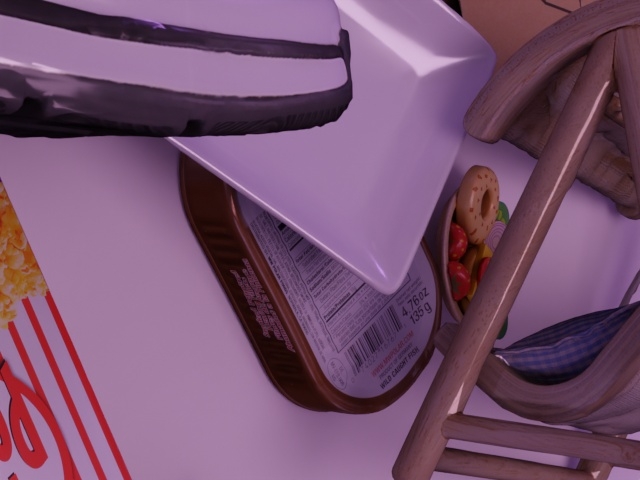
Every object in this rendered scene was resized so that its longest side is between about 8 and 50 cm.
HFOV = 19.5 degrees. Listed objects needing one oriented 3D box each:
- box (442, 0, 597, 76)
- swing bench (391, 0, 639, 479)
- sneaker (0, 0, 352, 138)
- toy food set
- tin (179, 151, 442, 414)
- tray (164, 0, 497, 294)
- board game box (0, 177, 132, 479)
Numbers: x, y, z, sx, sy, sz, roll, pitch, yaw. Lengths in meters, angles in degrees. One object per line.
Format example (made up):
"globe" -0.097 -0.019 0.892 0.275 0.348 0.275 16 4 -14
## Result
"box" 0.131 -0.180 1.031 0.201 0.021 0.164 -27 111 -39
"swing bench" 0.178 0.018 0.952 0.253 0.165 0.255 20 78 -61
"sneaker" -0.166 -0.176 0.633 0.447 0.169 0.257 8 88 -33
"toy food set" 0.085 0.009 0.988 0.082 0.020 0.083 56 40 -44
"tin" 0.000 0.000 0.915 0.106 0.040 0.190 -46 122 -35
"tray" -0.043 -0.101 0.837 0.270 0.030 0.145 36 64 -26
"board game box" -0.163 0.075 0.737 0.147 0.045 0.193 -29 99 -37
